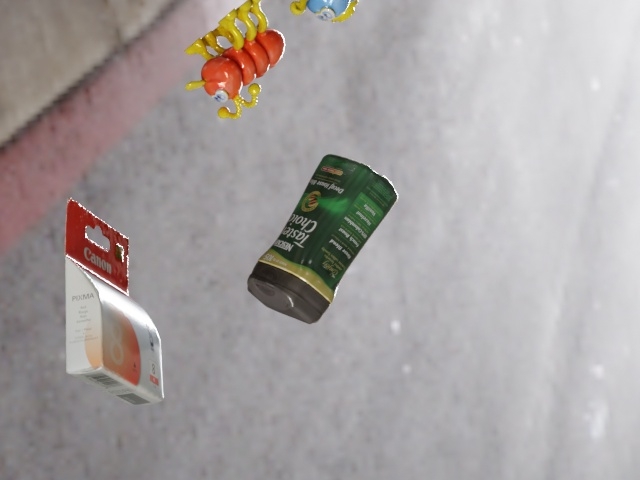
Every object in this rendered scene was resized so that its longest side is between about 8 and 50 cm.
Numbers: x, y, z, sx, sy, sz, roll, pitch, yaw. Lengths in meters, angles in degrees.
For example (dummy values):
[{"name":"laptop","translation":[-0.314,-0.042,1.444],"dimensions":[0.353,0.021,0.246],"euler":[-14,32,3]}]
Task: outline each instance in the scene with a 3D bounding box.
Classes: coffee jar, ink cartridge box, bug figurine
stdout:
[{"name":"coffee jar","translation":[0.000,0.000,2.048],"dimensions":[0.079,0.096,0.184],"euler":[42,74,-40]},{"name":"ink cartridge box","translation":[-0.200,0.060,1.829],"dimensions":[0.145,0.045,0.179],"euler":[42,44,-64]},{"name":"bug figurine","translation":[0.010,-0.198,1.458],"dimensions":[0.216,0.279,0.072],"euler":[-41,96,-29]}]
